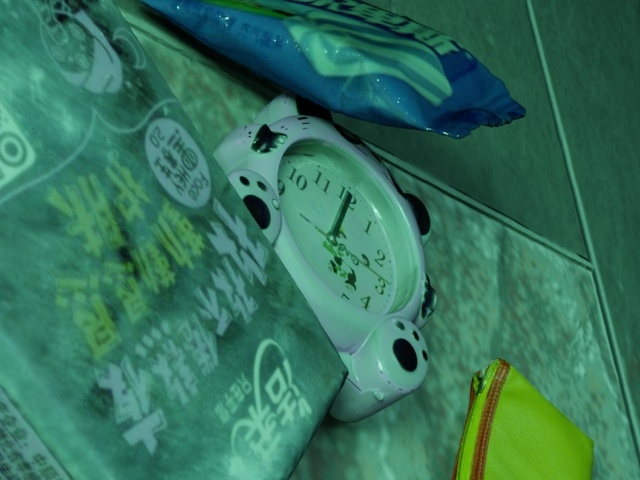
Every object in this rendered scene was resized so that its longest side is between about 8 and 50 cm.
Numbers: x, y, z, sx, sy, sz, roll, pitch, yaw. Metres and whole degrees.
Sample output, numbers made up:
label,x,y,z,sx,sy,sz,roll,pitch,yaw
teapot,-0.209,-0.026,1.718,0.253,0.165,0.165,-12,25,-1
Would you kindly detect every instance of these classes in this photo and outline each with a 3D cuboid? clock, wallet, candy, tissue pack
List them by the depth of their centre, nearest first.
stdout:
label,x,y,z,sx,sy,sz,roll,pitch,yaw
tissue pack,-0.142,0.024,0.716,0.361,0.122,0.259,58,36,-17
clock,0.000,0.000,0.967,0.227,0.090,0.248,44,35,-18
candy,0.005,-0.164,1.009,0.331,0.077,0.187,26,24,20
wallet,0.166,0.219,1.024,0.141,0.067,0.241,43,33,-12
